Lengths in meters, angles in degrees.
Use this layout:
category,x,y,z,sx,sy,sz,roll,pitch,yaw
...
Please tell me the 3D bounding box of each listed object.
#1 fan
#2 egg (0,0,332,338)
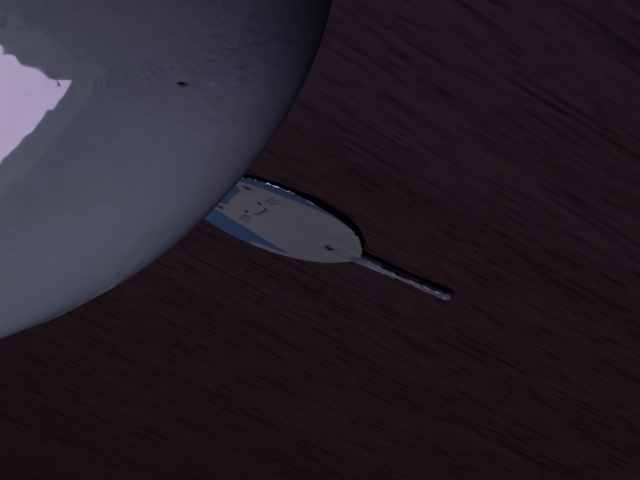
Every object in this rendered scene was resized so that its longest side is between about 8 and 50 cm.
category,x,y,z,sx,sy,sz,roll,pitch,yaw
fan,0.000,0.000,1.088,0.175,0.005,0.113,23,161,-13
egg,-0.137,-0.076,0.649,0.230,0.230,0.371,31,153,-32
